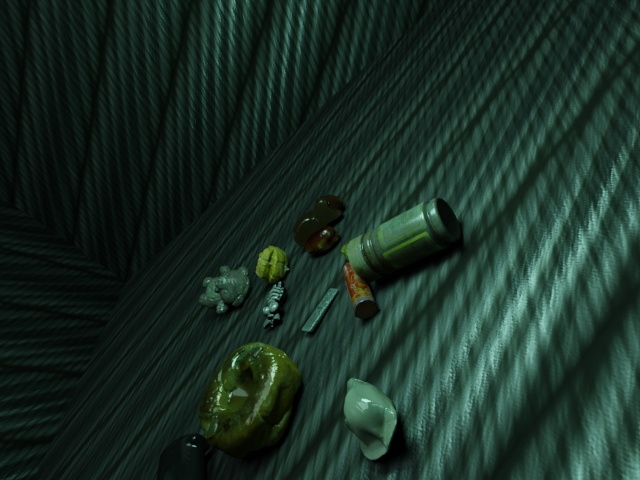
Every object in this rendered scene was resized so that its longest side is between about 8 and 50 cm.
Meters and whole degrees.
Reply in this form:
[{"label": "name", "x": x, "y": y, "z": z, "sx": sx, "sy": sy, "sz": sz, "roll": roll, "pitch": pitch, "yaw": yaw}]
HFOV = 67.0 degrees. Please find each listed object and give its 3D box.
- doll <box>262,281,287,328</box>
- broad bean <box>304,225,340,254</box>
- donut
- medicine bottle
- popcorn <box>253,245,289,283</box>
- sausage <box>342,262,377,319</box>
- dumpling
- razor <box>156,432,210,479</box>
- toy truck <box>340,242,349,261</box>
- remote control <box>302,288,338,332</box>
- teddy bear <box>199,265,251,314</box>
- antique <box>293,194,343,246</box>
[{"label": "doll", "x": -0.177, "y": 0.246, "z": 1.877, "sx": 0.091, "sy": 0.067, "sz": 0.219, "roll": -29, "pitch": 32, "yaw": 25}, {"label": "broad bean", "x": 0.000, "y": 0.000, "z": 1.941, "sx": 0.114, "sy": 0.084, "sz": 0.165, "roll": -45, "pitch": 14, "yaw": -35}, {"label": "donut", "x": -0.215, "y": 0.480, "z": 1.494, "sx": 0.360, "sy": 0.170, "sz": 0.360, "roll": -30, "pitch": 34, "yaw": 24}, {"label": "medicine bottle", "x": 0.250, "y": 0.001, "z": 1.469, "sx": 0.323, "sy": 0.151, "sz": 0.151, "roll": -29, "pitch": 31, "yaw": 33}, {"label": "popcorn", "x": -0.206, "y": 0.103, "z": 2.038, "sx": 0.152, "sy": 0.148, "sz": 0.167, "roll": 1, "pitch": 31, "yaw": 19}, {"label": "sausage", "x": 0.120, "y": 0.145, "z": 1.560, "sx": 0.074, "sy": 0.074, "sz": 0.274, "roll": -41, "pitch": 25, "yaw": 13}, {"label": "dumpling", "x": 0.114, "y": 0.423, "z": 1.146, "sx": 0.229, "sy": 0.124, "sz": 0.151, "roll": -145, "pitch": 60, "yaw": -69}, {"label": "razor", "x": -0.439, "y": 0.775, "z": 1.475, "sx": 0.204, "sy": 0.113, "sz": 0.349, "roll": -38, "pitch": 26, "yaw": 17}, {"label": "toy truck", "x": 0.107, "y": 0.047, "z": 1.736, "sx": 0.049, "sy": 0.054, "sz": 0.083, "roll": -44, "pitch": 25, "yaw": 7}, {"label": "remote control", "x": 0.003, "y": 0.241, "z": 1.657, "sx": 0.050, "sy": 0.027, "sz": 0.184, "roll": -2, "pitch": 46, "yaw": 54}, {"label": "teddy bear", "x": -0.433, "y": 0.227, "z": 2.206, "sx": 0.267, "sy": 0.151, "sz": 0.235, "roll": -22, "pitch": 56, "yaw": 46}, {"label": "antique", "x": -0.009, "y": -0.095, "z": 2.051, "sx": 0.257, "sy": 0.121, "sz": 0.143, "roll": -48, "pitch": 16, "yaw": 14}]
